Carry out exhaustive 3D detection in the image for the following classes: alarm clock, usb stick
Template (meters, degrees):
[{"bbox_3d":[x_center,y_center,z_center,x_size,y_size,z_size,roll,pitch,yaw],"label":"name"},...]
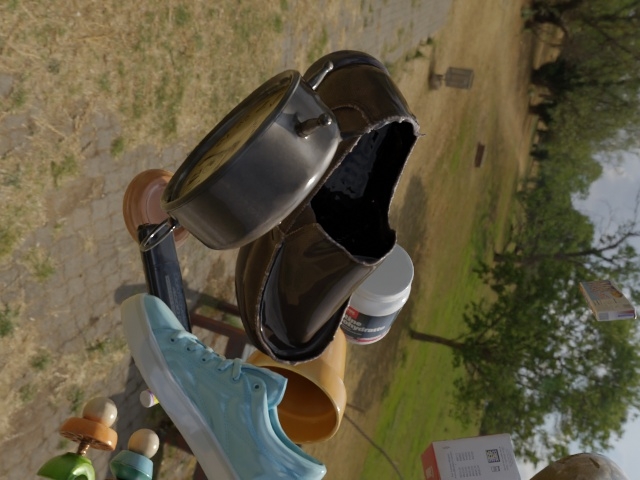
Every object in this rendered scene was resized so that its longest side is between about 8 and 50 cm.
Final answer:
[{"bbox_3d":[-0.061,-0.043,0.376,0.064,0.192,0.129,48,25,-26],"label":"alarm clock"},{"bbox_3d":[-0.274,0.104,0.949,0.077,0.045,0.278,-7,85,-64],"label":"usb stick"}]

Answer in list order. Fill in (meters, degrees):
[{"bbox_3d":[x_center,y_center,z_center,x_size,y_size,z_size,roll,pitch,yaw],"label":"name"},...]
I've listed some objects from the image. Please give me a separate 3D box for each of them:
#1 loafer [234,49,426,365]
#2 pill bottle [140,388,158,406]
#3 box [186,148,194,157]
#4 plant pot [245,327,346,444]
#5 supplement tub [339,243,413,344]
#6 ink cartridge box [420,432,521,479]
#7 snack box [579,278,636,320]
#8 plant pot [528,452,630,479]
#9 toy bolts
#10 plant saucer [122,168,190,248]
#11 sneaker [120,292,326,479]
[{"bbox_3d":[0.000,0.000,0.550,0.133,0.130,0.366,-2,122,-26],"label":"loafer"},{"bbox_3d":[-0.424,0.399,1.380,0.083,0.043,0.043,-12,116,-58],"label":"pill bottle"},{"bbox_3d":[-0.109,-0.144,0.828,0.186,0.038,0.145,-35,169,-11],"label":"box"},{"bbox_3d":[-0.034,0.249,1.022,0.188,0.205,0.205,-59,157,-53],"label":"plant pot"},{"bbox_3d":[0.124,0.136,1.380,0.272,0.191,0.191,103,11,-55],"label":"supplement tub"},{"bbox_3d":[0.365,0.629,1.454,0.309,0.271,0.130,83,0,-61],"label":"ink cartridge box"},{"bbox_3d":[0.561,0.114,1.044,0.178,0.064,0.022,-41,120,-69],"label":"snack box"},{"bbox_3d":[0.239,0.323,0.508,0.236,0.032,0.237,-5,101,-25],"label":"plant pot"},{"bbox_3d":[-0.356,0.405,0.981,0.229,0.218,0.159,81,22,-50],"label":"toy bolts"},{"bbox_3d":[-0.369,-0.071,1.249,0.200,0.037,0.200,5,83,-54],"label":"plant saucer"},{"bbox_3d":[-0.128,0.205,0.731,0.150,0.366,0.135,-35,173,-9],"label":"sneaker"}]
